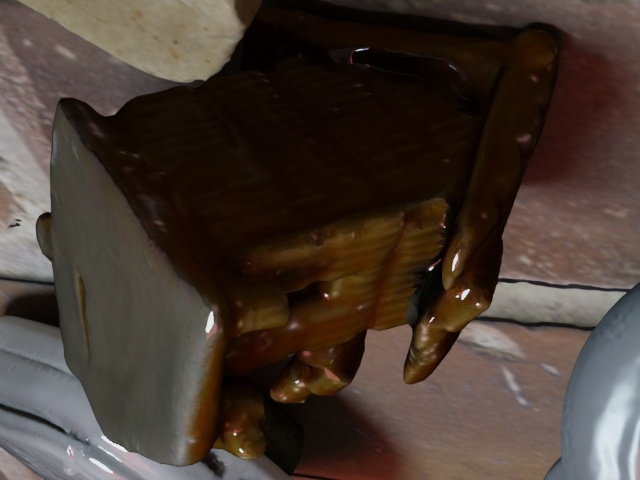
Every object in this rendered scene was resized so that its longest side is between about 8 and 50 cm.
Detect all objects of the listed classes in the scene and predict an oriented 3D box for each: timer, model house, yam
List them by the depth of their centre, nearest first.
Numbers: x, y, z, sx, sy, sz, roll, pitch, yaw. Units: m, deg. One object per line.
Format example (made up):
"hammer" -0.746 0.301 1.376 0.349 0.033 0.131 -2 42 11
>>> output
"model house" -0.002 0.001 0.868 0.229 0.220 0.199 -17 140 -17
"timer" -0.118 0.147 1.194 0.237 0.087 0.262 45 162 -27
"yam" -0.045 0.119 1.204 0.094 0.043 0.043 41 145 -26

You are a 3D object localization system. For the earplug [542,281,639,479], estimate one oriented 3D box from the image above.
"earplug" 0.214 0.130 0.946 0.214 0.175 0.326 26 139 6

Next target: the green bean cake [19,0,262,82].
"green bean cake" -0.095 -0.155 0.769 0.179 0.109 0.085 29 148 -9
